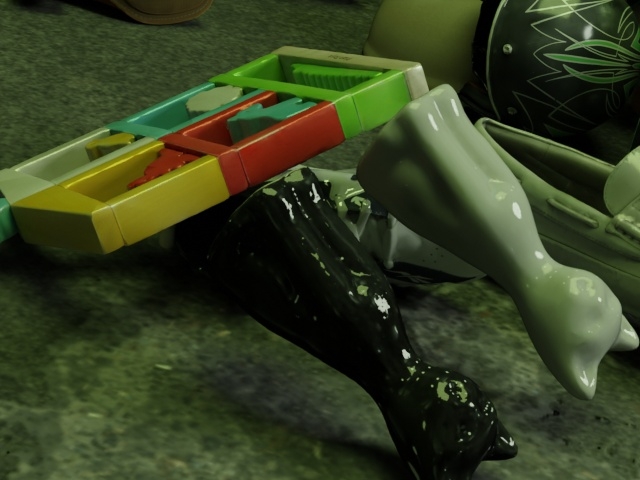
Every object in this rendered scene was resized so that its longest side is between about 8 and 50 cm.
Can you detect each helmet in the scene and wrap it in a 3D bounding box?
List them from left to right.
[{"bbox_3d":[0.206,-0.169,1.425,0.169,0.169,0.161,0,11,-24],"label":"helmet"}]

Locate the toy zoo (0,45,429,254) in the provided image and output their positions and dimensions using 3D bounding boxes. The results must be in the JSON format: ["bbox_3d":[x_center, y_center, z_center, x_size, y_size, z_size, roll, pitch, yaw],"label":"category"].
[{"bbox_3d":[-0.096,-0.059,1.061,0.293,0.030,0.192,-27,21,-24],"label":"toy zoo"}]

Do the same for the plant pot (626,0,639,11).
[{"bbox_3d":[0.306,-0.332,1.718,0.293,0.293,0.196,17,-1,9],"label":"plant pot"}]

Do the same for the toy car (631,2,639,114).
[{"bbox_3d":[0.365,-0.217,1.509,0.210,0.238,0.219,-3,12,11],"label":"toy car"}]

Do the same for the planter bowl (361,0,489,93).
[{"bbox_3d":[0.131,-0.217,1.550,0.162,0.109,0.162,11,25,-5],"label":"planter bowl"}]

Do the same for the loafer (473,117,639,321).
[{"bbox_3d":[0.226,-0.010,1.103,0.319,0.111,0.112,16,24,34],"label":"loafer"}]

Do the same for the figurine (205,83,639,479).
[{"bbox_3d":[0.075,0.033,0.950,0.215,0.092,0.209,-32,77,-37],"label":"figurine"}]

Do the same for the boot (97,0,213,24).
[{"bbox_3d":[-0.209,-0.273,1.560,0.197,0.073,0.152,7,21,-17],"label":"boot"}]

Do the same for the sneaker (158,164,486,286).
[{"bbox_3d":[0.000,0.000,1.057,0.235,0.094,0.153,18,27,12],"label":"sneaker"}]

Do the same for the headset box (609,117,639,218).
[{"bbox_3d":[0.385,-0.031,1.252,0.283,0.131,0.246,18,25,12],"label":"headset box"}]
